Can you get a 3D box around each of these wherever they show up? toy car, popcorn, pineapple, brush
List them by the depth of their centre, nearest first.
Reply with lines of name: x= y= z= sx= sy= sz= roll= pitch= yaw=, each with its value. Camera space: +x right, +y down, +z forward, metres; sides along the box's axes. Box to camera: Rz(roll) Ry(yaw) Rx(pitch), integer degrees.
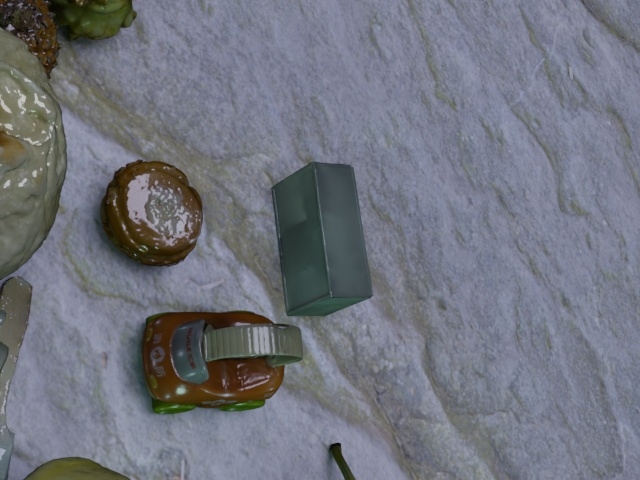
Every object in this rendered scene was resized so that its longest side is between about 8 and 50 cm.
brush: x=-0.431 y=0.204 z=1.376 sx=0.085 sy=0.020 sz=0.336 roll=21 pitch=61 yaw=-28
pineapple: x=-0.435 y=-0.298 z=1.481 sx=0.161 sy=0.137 sz=0.176 roll=33 pitch=58 yaw=-23
toy car: x=-0.130 y=0.159 z=1.487 sx=0.235 sy=0.235 sz=0.145 roll=4 pitch=71 yaw=-35
popcorn: x=-0.331 y=-0.395 z=1.555 sx=0.173 sy=0.195 sz=0.168 roll=10 pitch=76 yaw=-28

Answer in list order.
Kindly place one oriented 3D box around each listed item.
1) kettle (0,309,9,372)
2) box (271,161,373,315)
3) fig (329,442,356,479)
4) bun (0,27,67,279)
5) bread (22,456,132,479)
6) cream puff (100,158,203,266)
kettle: x=-0.543 y=0.076 z=1.149 sx=0.376 sy=0.361 sz=0.250 roll=40 pitch=14 yaw=-14
box: x=0.000 y=0.000 z=1.696 sx=0.086 sy=0.129 sz=0.225 roll=2 pitch=73 yaw=-35
fig: x=0.075 y=0.422 z=1.607 sx=0.149 sy=0.149 sz=0.245 roll=-16 pitch=71 yaw=-39
bun: x=-0.449 y=-0.115 z=1.301 sx=0.349 sy=0.227 sz=0.352 roll=4 pitch=85 yaw=-58
bread: x=-0.311 y=0.417 z=1.207 sx=0.237 sy=0.320 sz=0.320 roll=27 pitch=57 yaw=-1
cream puff: x=-0.250 y=-0.039 z=1.536 sx=0.150 sy=0.115 sz=0.165 roll=-16 pitch=93 yaw=-32
